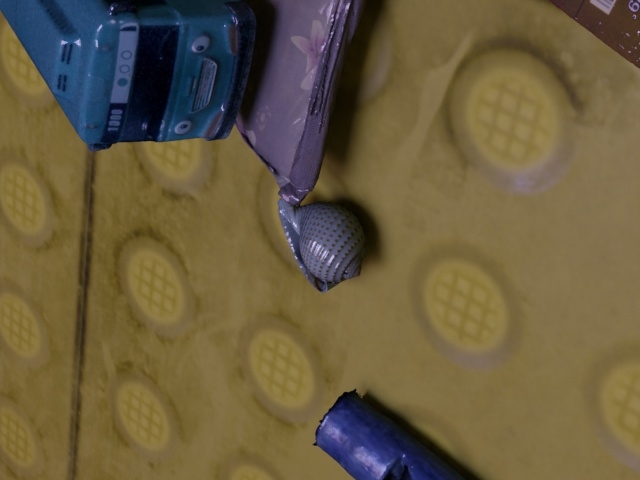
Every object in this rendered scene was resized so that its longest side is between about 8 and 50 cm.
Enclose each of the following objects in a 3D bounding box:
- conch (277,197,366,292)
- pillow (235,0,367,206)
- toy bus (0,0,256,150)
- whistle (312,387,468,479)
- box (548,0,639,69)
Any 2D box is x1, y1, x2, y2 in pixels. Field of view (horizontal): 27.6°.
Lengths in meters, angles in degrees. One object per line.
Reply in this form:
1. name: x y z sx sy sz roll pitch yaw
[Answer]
1. conch: 0.004 0.000 1.032 0.076 0.057 0.085 102 146 -56
2. pillow: -0.022 -0.170 0.972 0.169 0.059 0.255 43 134 33
3. toy bus: -0.164 -0.188 0.996 0.256 0.147 0.128 54 142 35
4. whistle: 0.124 0.230 1.027 0.304 0.062 0.062 37 130 25
5. box: 0.190 -0.166 0.806 0.133 0.023 0.090 41 133 21
